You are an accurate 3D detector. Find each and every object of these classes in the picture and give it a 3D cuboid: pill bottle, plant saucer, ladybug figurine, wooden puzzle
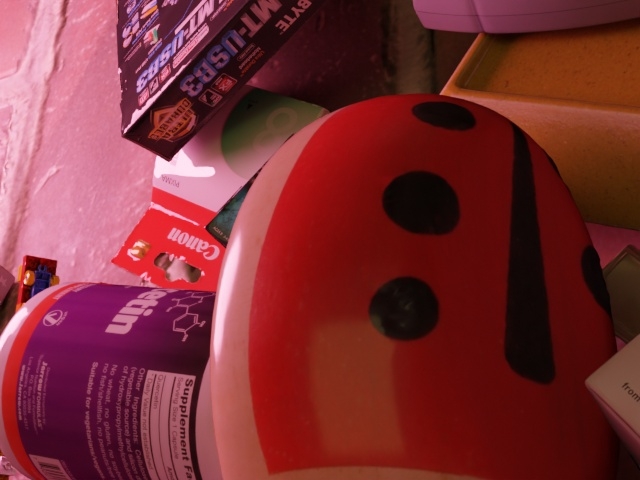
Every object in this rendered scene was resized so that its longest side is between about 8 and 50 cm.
[{"bbox_3d":[-0.103,0.130,0.942,0.323,0.181,0.181,2,60,31],"label":"pill bottle"},{"bbox_3d":[0.263,-0.164,0.962,0.332,0.081,0.333,12,57,35],"label":"plant saucer"},{"bbox_3d":[0.084,0.068,0.776,0.162,0.305,0.449,-38,41,45],"label":"ladybug figurine"},{"bbox_3d":[0.245,0.045,0.896,0.078,0.014,0.116,-35,56,-10],"label":"wooden puzzle"}]

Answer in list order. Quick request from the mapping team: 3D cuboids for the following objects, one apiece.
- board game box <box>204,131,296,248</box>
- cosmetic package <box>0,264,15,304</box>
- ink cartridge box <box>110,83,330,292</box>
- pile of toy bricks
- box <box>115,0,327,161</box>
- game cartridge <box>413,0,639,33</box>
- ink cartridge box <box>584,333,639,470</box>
[{"bbox_3d":[0.000,0.000,1.042,0.186,0.026,0.126,40,84,25],"label":"board game box"},{"bbox_3d":[-0.468,0.056,1.265,0.238,0.107,0.127,2,58,35],"label":"cosmetic package"},{"bbox_3d":[-0.107,-0.054,1.160,0.181,0.056,0.225,22,70,39],"label":"ink cartridge box"},{"bbox_3d":[-0.269,0.130,1.111,0.105,0.118,0.212,-18,63,55],"label":"pile of toy bricks"},{"bbox_3d":[-0.101,-0.278,1.177,0.295,0.073,0.293,-42,41,29],"label":"box"},{"bbox_3d":[0.229,-0.260,0.976,0.294,0.060,0.196,-4,52,25],"label":"game cartridge"},{"bbox_3d":[0.339,0.069,0.693,0.307,0.223,0.129,-41,47,0],"label":"ink cartridge box"}]
